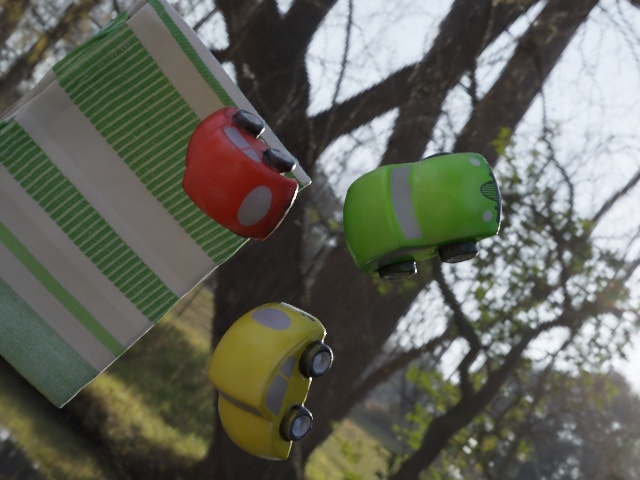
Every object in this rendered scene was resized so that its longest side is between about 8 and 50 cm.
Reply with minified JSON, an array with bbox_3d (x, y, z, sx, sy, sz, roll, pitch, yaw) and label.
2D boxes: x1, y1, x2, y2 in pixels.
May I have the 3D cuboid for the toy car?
[{"bbox_3d":[0.000,0.000,0.610,0.225,0.239,0.053,-21,-19,38],"label":"toy car"}]

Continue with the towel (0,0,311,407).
[{"bbox_3d":[-0.196,-0.033,0.927,0.248,0.325,0.038,50,-4,-24],"label":"towel"}]
